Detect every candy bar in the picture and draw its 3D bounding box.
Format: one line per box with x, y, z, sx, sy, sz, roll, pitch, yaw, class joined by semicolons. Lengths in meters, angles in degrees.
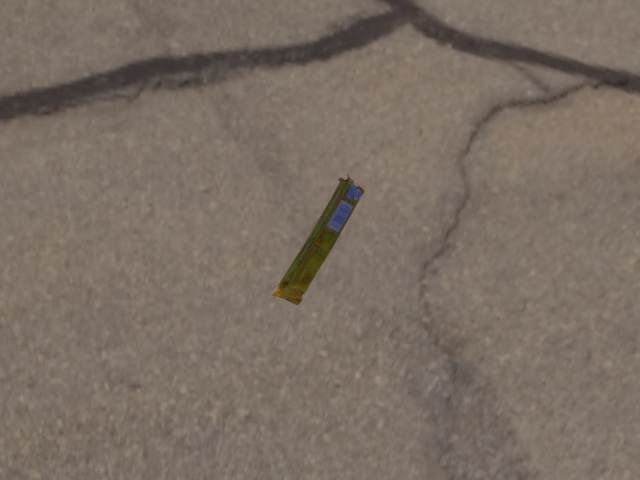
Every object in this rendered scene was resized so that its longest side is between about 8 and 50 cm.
0.000;0.000;1.441;0.040;0.161;0.018;28;3;-34;candy bar
